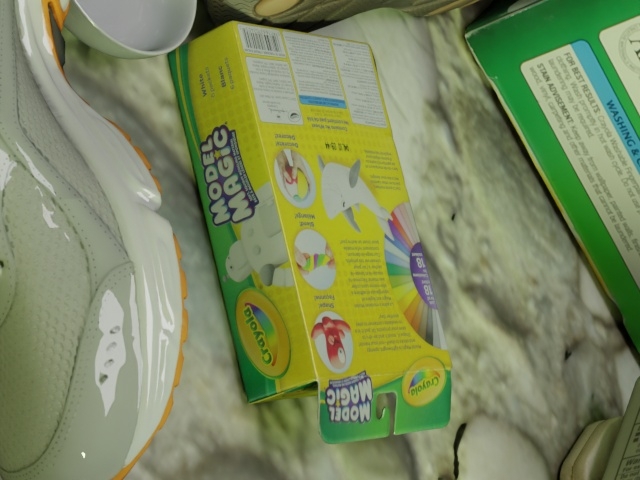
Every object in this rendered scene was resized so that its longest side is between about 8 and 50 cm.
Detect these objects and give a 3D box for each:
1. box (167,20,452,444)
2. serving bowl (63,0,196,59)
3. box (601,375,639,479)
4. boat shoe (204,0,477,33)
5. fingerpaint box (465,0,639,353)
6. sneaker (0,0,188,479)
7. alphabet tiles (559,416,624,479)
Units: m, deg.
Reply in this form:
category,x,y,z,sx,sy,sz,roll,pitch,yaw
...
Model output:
category,x,y,z,sx,sy,sz,roll,pitch,yaw
box,0.000,0.000,0.764,0.105,0.043,0.179,2,70,-53
serving bowl,-0.087,-0.109,0.713,0.083,0.027,0.083,27,54,-43
box,0.195,0.188,0.809,0.121,0.148,0.311,54,42,-21
boat shoe,0.051,-0.177,0.855,0.324,0.123,0.116,-18,86,-56
fingerpaint box,0.318,-0.036,1.097,0.444,0.163,0.371,60,37,-14
sneaker,-0.132,-0.035,0.576,0.121,0.099,0.262,1,65,-45
alphabet tiles,0.189,0.240,0.914,0.284,0.021,0.278,61,36,-11
